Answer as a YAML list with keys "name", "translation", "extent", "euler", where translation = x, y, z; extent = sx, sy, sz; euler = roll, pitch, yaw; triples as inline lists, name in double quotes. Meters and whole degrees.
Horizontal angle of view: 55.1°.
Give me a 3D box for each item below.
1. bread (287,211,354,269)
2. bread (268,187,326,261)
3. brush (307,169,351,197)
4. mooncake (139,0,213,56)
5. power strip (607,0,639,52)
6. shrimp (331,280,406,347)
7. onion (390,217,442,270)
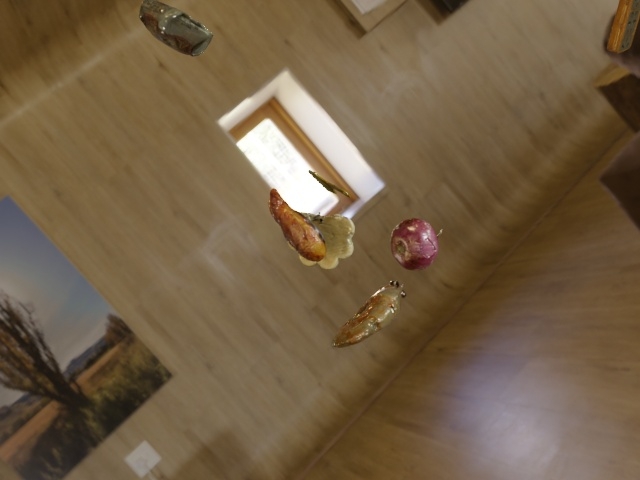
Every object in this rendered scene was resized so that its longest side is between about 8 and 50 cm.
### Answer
- name: "bread"
  translation: [0.000, 0.000, 1.983]
  extent: [0.250, 0.182, 0.039]
  euler: [7, 11, 31]
- name: "bread"
  translation: [-0.082, -0.037, 1.904]
  extent: [0.095, 0.269, 0.139]
  euler: [-42, -11, -21]
- name: "brush"
  translation: [0.029, -0.132, 1.507]
  extent: [0.011, 0.083, 0.205]
  euler: [-49, 25, -3]
- name: "mooncake"
  translation: [-0.311, -0.446, 1.291]
  extent: [0.130, 0.125, 0.073]
  euler: [26, -85, -53]
- name: "power strip"
  translation: [0.642, -0.474, 1.277]
  extent: [0.049, 0.028, 0.178]
  euler: [-24, -44, -19]
- name: "shrimp"
  translation: [0.109, 0.146, 1.263]
  extent: [0.154, 0.062, 0.294]
  euler: [-33, -2, 27]
- name: "onion"
  translation: [0.313, 0.013, 2.038]
  extent: [0.177, 0.177, 0.153]
  euler: [-38, -23, 27]
